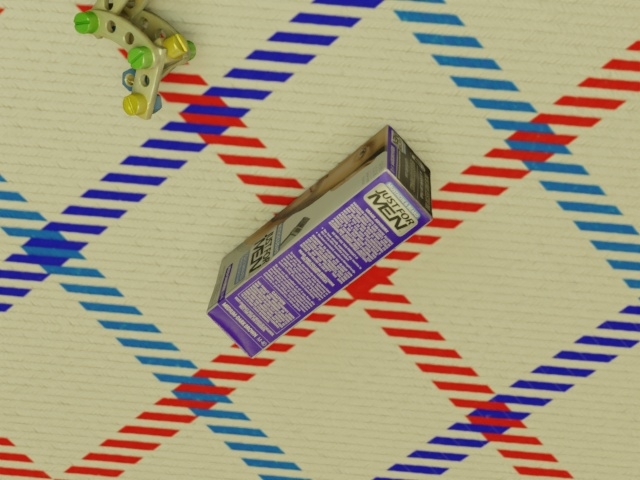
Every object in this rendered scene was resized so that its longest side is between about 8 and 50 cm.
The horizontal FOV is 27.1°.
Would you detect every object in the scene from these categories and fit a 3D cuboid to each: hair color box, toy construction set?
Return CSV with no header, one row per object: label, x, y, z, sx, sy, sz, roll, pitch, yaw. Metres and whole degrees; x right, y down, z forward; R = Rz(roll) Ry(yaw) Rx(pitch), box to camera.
hair color box,0.000,0.000,1.896,0.339,0.185,0.110,-37,107,17
toy construction set,-0.195,-0.339,1.752,0.328,0.151,0.215,-43,76,17
